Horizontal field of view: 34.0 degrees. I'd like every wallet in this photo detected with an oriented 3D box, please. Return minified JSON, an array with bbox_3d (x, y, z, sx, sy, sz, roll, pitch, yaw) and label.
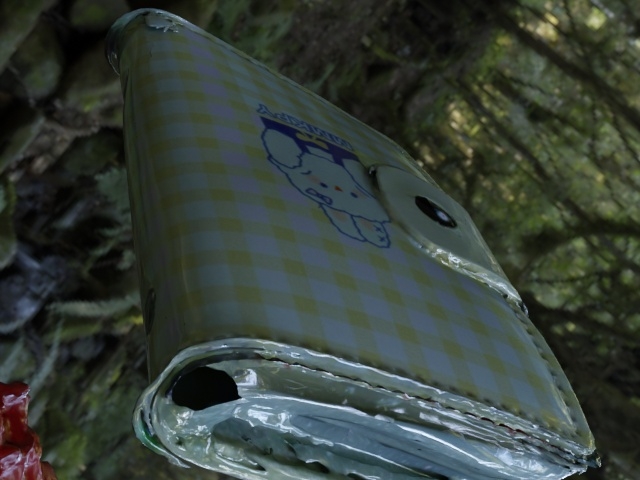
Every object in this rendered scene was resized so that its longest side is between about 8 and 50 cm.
[{"bbox_3d":[0.000,0.000,0.532,0.077,0.223,0.309,-59,-153,26],"label":"wallet"}]

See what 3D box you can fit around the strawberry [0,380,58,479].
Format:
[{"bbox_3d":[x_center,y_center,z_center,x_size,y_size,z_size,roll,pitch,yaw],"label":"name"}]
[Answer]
[{"bbox_3d":[-0.203,0.164,0.456,0.234,0.234,0.178,-51,-139,-1],"label":"strawberry"}]
